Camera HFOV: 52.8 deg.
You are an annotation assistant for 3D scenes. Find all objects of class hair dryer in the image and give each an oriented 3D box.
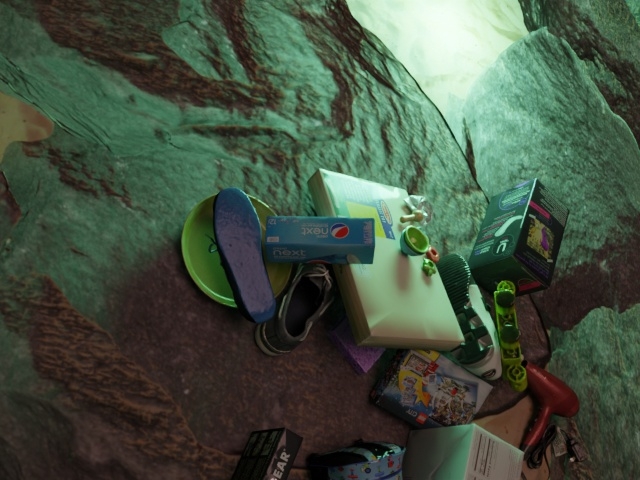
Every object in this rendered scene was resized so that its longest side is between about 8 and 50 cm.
[{"bbox_3d":[0.558,0.435,1.587,0.223,0.080,0.294,-8,77,-35],"label":"hair dryer"}]

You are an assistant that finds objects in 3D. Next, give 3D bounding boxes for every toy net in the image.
[{"bbox_3d":[0.234,-0.030,1.454,0.122,0.045,0.232,34,40,-15],"label":"toy net"}]

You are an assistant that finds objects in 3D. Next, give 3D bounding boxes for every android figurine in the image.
[{"bbox_3d":[0.444,0.228,1.514,0.273,0.056,0.248,61,26,-55],"label":"android figurine"}]

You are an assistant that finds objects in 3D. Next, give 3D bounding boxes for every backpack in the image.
[{"bbox_3d":[0.083,0.441,1.212,0.158,0.173,0.117,-3,75,-35],"label":"backpack"}]

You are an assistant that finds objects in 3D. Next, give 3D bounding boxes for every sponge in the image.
[{"bbox_3d":[0.116,0.183,1.416,0.210,0.031,0.117,-41,97,-37],"label":"sponge"}]

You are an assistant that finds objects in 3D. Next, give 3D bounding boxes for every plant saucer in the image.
[{"bbox_3d":[-0.168,0.022,1.284,0.241,0.037,0.241,12,66,-29],"label":"plant saucer"}]

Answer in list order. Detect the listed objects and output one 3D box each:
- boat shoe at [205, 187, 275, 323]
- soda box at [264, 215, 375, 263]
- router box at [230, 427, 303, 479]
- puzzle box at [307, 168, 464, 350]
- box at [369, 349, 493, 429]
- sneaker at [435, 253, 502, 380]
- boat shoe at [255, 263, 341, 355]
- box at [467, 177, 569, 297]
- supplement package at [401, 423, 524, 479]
[{"bbox_3d":[-0.161,0.033,1.211,0.109,0.089,0.258,-6,81,-25],"label":"boat shoe"},{"bbox_3d":[0.000,0.000,1.249,0.210,0.071,0.067,2,57,1],"label":"soda box"},{"bbox_3d":[-0.110,0.418,1.118,0.046,0.133,0.179,36,58,-17],"label":"router box"},{"bbox_3d":[0.137,0.039,1.384,0.272,0.052,0.409,10,51,-36],"label":"puzzle box"},{"bbox_3d":[0.241,0.326,1.394,0.233,0.044,0.159,33,89,-20],"label":"box"},{"bbox_3d":[0.334,0.181,1.492,0.146,0.122,0.330,46,26,-39],"label":"sneaker"},{"bbox_3d":[-0.009,0.104,1.319,0.116,0.099,0.319,46,53,-7],"label":"boat shoe"},{"bbox_3d":[0.509,0.000,1.658,0.143,0.165,0.270,39,56,-17],"label":"box"},{"bbox_3d":[0.263,0.524,1.281,0.145,0.204,0.262,32,58,-19],"label":"supplement package"}]
